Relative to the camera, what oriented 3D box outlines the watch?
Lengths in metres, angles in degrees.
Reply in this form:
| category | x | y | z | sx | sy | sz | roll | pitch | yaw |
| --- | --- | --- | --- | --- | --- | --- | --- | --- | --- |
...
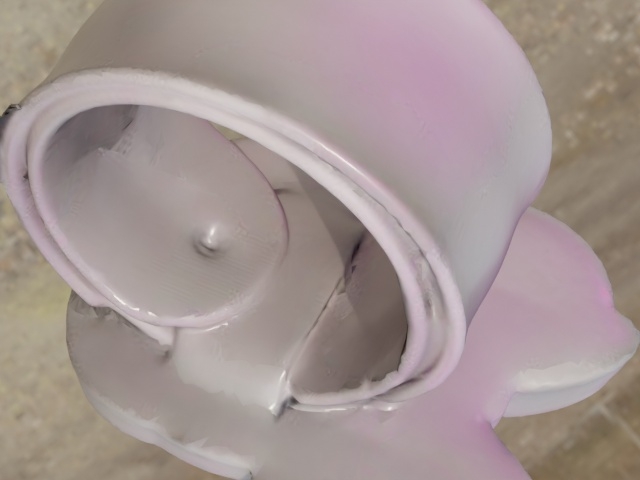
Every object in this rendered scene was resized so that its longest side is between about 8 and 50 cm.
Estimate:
| category | x | y | z | sx | sy | sz | roll | pitch | yaw |
| --- | --- | --- | --- | --- | --- | --- | --- | --- | --- |
| watch | 0.000 | 0.000 | 0.647 | 0.217 | 0.248 | 0.211 | 93 | 23 | -53 |
